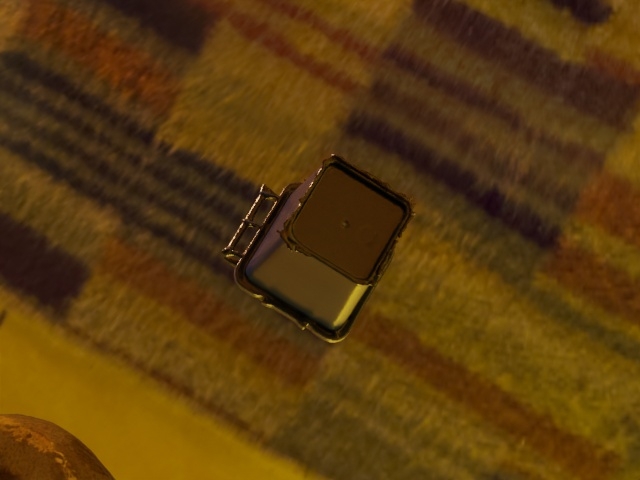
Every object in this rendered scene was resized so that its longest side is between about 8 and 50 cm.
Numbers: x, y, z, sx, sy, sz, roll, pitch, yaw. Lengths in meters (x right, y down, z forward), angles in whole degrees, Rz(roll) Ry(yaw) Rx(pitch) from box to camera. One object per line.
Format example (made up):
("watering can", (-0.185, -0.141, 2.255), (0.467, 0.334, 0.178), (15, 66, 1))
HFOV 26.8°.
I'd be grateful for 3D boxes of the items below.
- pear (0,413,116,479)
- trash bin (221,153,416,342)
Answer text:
("pear", (-0.238, 0.261, 1.052), (0.188, 0.228, 0.211), (-1, 133, 12))
("trash bin", (0.000, 0.000, 1.543), (0.184, 0.234, 0.162), (31, 73, -3))
